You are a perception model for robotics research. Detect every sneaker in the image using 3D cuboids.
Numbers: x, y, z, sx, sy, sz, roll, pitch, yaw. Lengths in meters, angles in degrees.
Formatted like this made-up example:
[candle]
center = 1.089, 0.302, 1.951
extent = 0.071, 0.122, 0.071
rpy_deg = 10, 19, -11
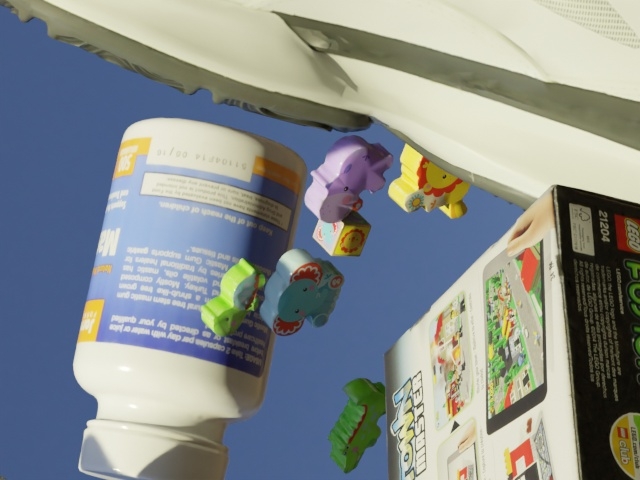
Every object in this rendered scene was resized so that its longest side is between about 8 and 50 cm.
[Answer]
[sneaker]
center = 0.049, -0.173, 0.772
extent = 0.169, 0.447, 0.258
rpy_deg = -84, 15, -72

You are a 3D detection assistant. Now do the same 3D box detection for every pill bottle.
[pill bottle]
center = -0.106, 0.055, 1.398
extent = 0.152, 0.152, 0.272
rpy_deg = 24, -108, -47

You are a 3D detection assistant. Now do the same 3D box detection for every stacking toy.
[stacking toy]
center = 0.000, 0.000, 1.067
extent = 0.052, 0.167, 0.221
rpy_deg = 2, -62, -37

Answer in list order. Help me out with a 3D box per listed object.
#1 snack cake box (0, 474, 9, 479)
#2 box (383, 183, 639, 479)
[snack cake box]
center = -0.278, 0.260, 1.136
extent = 0.152, 0.264, 0.089
rpy_deg = 32, -164, 4
[box]
center = 0.059, 0.101, 0.505
extent = 0.036, 0.114, 0.207
rpy_deg = 12, -123, -20
